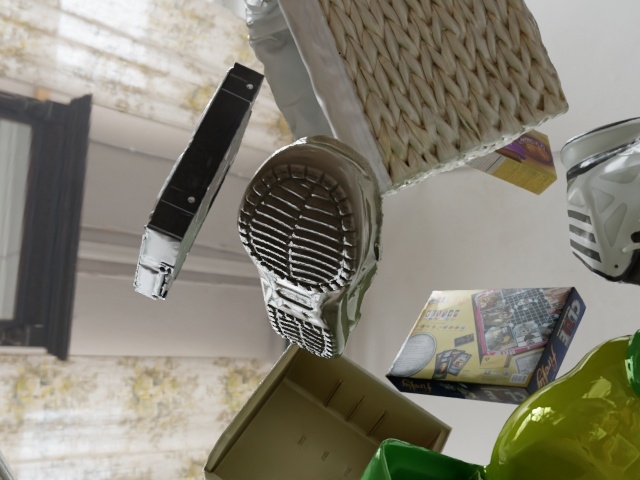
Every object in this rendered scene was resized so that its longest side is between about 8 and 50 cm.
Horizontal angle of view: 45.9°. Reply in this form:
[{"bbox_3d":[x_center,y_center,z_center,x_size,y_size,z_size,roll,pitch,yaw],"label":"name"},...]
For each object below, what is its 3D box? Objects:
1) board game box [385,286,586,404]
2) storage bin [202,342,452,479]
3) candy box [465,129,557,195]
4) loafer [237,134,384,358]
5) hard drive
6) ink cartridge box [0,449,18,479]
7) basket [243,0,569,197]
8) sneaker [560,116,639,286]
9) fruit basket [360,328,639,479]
[{"bbox_3d":[0.220,0.139,1.033,0.243,0.042,0.165,-6,-138,51],"label":"board game box"},{"bbox_3d":[0.006,0.304,1.054,0.262,0.260,0.123,34,-50,7],"label":"storage bin"},{"bbox_3d":[0.300,-0.158,1.265,0.053,0.187,0.109,-50,-153,43],"label":"candy box"},{"bbox_3d":[0.000,0.000,0.603,0.102,0.268,0.092,23,-120,11],"label":"loafer"},{"bbox_3d":[-0.197,-0.093,1.216,0.237,0.064,0.338,122,-11,-59],"label":"hard drive"},{"bbox_3d":[-0.451,0.293,0.722,0.226,0.306,0.131,60,-23,-1],"label":"ink cartridge box"},{"bbox_3d":[0.080,-0.225,0.944,0.328,0.267,0.331,150,-84,-83],"label":"basket"},{"bbox_3d":[0.510,-0.063,1.025,0.447,0.169,0.257,150,-54,-64],"label":"sneaker"},{"bbox_3d":[0.197,0.257,0.570,0.392,0.392,0.283,-50,-138,26],"label":"fruit basket"}]
